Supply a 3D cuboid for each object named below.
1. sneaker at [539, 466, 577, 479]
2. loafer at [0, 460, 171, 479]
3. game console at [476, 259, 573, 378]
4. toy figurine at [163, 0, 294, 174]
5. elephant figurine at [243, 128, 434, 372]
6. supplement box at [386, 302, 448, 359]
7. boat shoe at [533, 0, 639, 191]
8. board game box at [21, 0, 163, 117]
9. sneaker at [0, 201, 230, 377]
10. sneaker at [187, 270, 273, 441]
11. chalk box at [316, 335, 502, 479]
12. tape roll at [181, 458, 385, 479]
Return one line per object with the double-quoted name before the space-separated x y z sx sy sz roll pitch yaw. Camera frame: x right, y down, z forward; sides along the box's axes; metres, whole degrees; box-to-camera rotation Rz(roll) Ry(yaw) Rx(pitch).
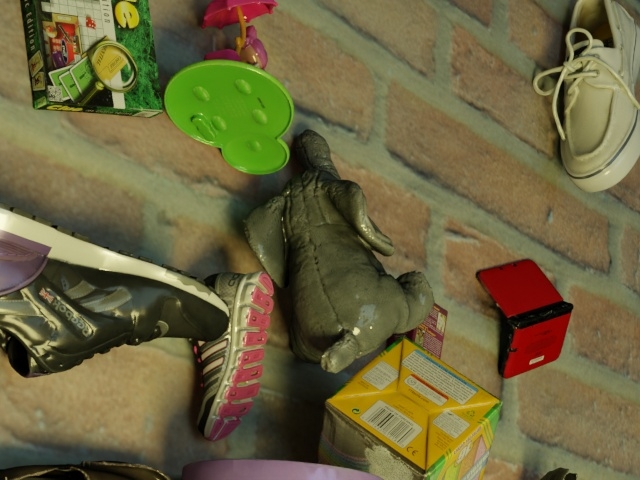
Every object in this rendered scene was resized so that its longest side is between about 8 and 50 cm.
"sneaker" 0.270 0.368 1.373 0.051 0.089 0.170 31 58 -37
"loafer" -0.201 0.223 0.922 0.220 0.078 0.080 7 74 -45
"game console" 0.267 0.104 1.501 0.144 0.085 0.124 -10 117 -47
"toy figurine" -0.077 -0.182 1.161 0.173 0.130 0.159 59 30 -49
"elephant figurine" 0.000 0.000 1.154 0.169 0.186 0.239 -22 92 -26
"supplement box" 0.113 0.112 1.313 0.055 0.043 0.083 34 57 -35
"boat shoe" 0.399 -0.245 1.651 0.156 0.136 0.367 43 48 -30
"board game box" -0.226 -0.249 1.068 0.136 0.030 0.260 -2 81 -49
"sneaker" -0.212 0.065 0.957 0.283 0.107 0.124 22 74 -34
"sneaker" -0.098 0.107 1.083 0.063 0.074 0.170 6 96 -63
"chalk box" 0.082 0.234 1.140 0.132 0.132 0.213 -35 146 -37
"tape roll" -0.035 0.252 1.008 0.189 0.189 0.080 23 62 -41
